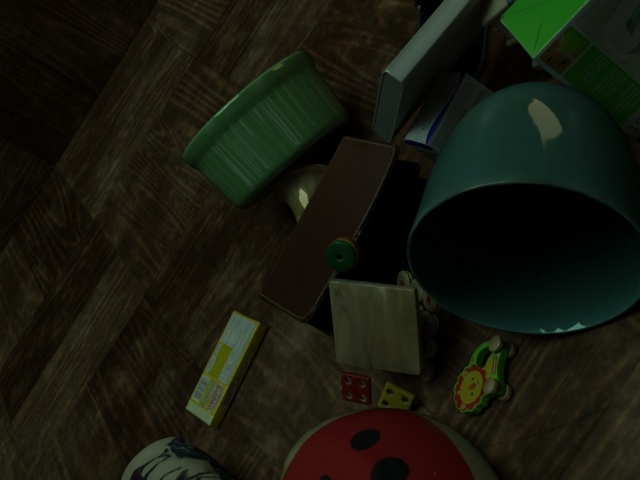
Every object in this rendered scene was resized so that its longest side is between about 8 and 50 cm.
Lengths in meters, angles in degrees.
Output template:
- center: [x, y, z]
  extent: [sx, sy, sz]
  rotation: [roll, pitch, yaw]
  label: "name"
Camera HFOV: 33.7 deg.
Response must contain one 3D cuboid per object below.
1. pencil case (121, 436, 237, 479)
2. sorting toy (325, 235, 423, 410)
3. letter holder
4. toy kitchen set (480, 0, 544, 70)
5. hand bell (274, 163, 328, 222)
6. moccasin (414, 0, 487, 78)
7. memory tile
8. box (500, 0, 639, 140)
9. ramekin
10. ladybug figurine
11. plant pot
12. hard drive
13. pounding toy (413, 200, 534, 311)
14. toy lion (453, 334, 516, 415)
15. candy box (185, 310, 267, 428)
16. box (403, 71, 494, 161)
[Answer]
- center: [-0.180, 0.458, 1.650]
  extent: [0.410, 0.160, 0.183]
  rotation: [27, 88, 58]
  label: "pencil case"
- center: [0.087, 0.125, 1.518]
  extent: [0.132, 0.274, 0.046]
  rotation: [5, 23, 27]
  label: "sorting toy"
- center: [0.066, 0.007, 1.651]
  extent: [0.301, 0.152, 0.214]
  rotation: [-62, 23, -3]
  label: "letter holder"
- center: [0.336, -0.389, 1.611]
  extent: [0.122, 0.166, 0.207]
  rotation: [-31, 42, 38]
  label: "toy kitchen set"
- center: [0.000, 0.000, 1.852]
  extent: [0.126, 0.126, 0.242]
  rotation: [-35, 53, 34]
  label: "hand bell"
- center: [0.228, -0.421, 1.832]
  extent: [0.138, 0.117, 0.341]
  rotation: [-32, 42, 37]
  label: "moccasin"
- center: [0.137, 0.125, 1.549]
  extent: [0.113, 0.012, 0.147]
  rotation: [34, 126, 57]
  label: "memory tile"
- center: [0.414, -0.302, 1.373]
  extent: [0.262, 0.231, 0.126]
  rotation: [-46, 34, 20]
  label: "box"
- center: [-0.091, -0.194, 1.948]
  extent: [0.303, 0.148, 0.303]
  rotation: [-41, -1, -1]
  label: "ramekin"
- center: [0.079, 0.368, 1.365]
  extent: [0.305, 0.162, 0.449]
  rotation: [-60, 32, -1]
  label: "ladybug figurine"
- center: [0.272, -0.059, 1.344]
  extent: [0.293, 0.293, 0.235]
  rotation: [-27, 36, 41]
  label: "plant pot"
- center: [0.192, -0.309, 1.612]
  extent: [0.307, 0.040, 0.203]
  rotation: [-50, -11, -16]
  label: "hard drive"
- center: [0.198, 0.004, 1.541]
  extent: [0.237, 0.110, 0.182]
  rotation: [-16, 52, 47]
  label: "pounding toy"
- center: [0.220, 0.187, 1.443]
  extent: [0.096, 0.034, 0.100]
  rotation: [-27, 44, 52]
  label: "toy lion"
- center: [-0.174, 0.235, 1.945]
  extent: [0.105, 0.027, 0.205]
  rotation: [19, 81, 55]
  label: "candy box"
- center: [0.221, -0.173, 1.624]
  extent: [0.126, 0.137, 0.072]
  rotation: [-62, 31, -3]
  label: "box"
